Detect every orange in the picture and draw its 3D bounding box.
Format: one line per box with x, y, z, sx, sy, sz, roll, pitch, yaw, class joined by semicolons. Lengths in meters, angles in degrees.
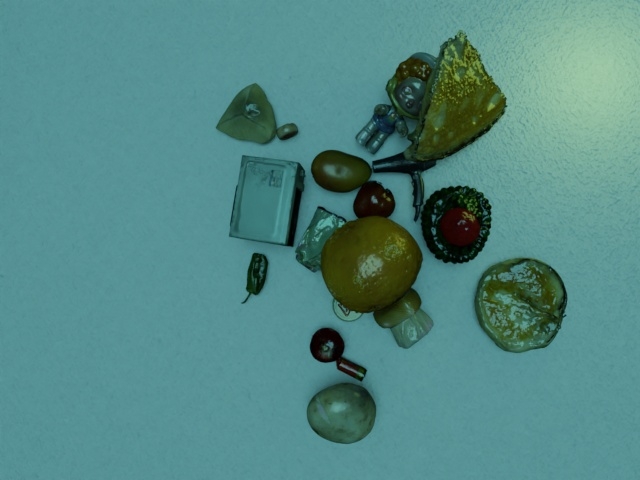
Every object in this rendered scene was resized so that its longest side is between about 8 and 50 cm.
0.159;0.068;1.500;0.341;0.340;0.293;-36;98;3;orange

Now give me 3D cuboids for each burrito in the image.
0.000;0.000;1.656;0.144;0.089;0.228;30;90;20;burrito

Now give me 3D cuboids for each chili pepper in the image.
-0.244;0.150;1.685;0.072;0.073;0.203;12;90;-7;chili pepper

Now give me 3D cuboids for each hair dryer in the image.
0.311;-0.195;1.613;0.236;0.091;0.271;-8;78;6;hair dryer

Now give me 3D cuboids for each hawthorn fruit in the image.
0.184;-0.125;1.616;0.148;0.148;0.172;45;108;6;hawthorn fruit

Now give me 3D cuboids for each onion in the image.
0.024;0.378;1.621;0.131;0.131;0.131;0;87;6;onion

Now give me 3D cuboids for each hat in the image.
0.464;-0.057;1.484;0.243;0.332;0.273;-15;88;7;hat

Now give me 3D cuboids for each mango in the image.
0.073;-0.248;1.641;0.221;0.120;0.151;17;90;0;mango

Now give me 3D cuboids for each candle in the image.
0.103;0.465;1.641;0.131;0.052;0.051;26;90;8;candle

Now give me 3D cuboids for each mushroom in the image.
0.069;0.602;1.571;0.255;0.254;0.184;-11;43;6;mushroom

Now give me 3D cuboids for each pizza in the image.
0.431;-0.414;1.509;0.391;0.435;0.080;-55;42;8;pizza

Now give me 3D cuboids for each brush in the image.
0.294;0.265;1.523;0.174;0.266;0.166;-37;83;-6;brush

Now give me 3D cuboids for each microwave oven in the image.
-0.186;-0.137;1.632;0.238;0.181;0.294;8;88;8;microwave oven

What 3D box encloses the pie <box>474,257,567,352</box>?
0.705;0.226;1.576;0.340;0.077;0.338;0;91;7;pie

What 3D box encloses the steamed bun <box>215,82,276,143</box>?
-0.259;-0.468;1.693;0.213;0.110;0.231;36;94;6;steamed bun

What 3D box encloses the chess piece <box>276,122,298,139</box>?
-0.125;-0.409;1.686;0.084;0.084;0.038;-22;86;5;chess piece

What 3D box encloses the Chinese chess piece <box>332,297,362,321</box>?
0.104;0.238;1.650;0.122;0.051;0.121;0;87;6;Chinese chess piece

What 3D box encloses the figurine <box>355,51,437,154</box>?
0.275;-0.494;1.604;0.382;0.205;0.224;-31;109;17;figurine
